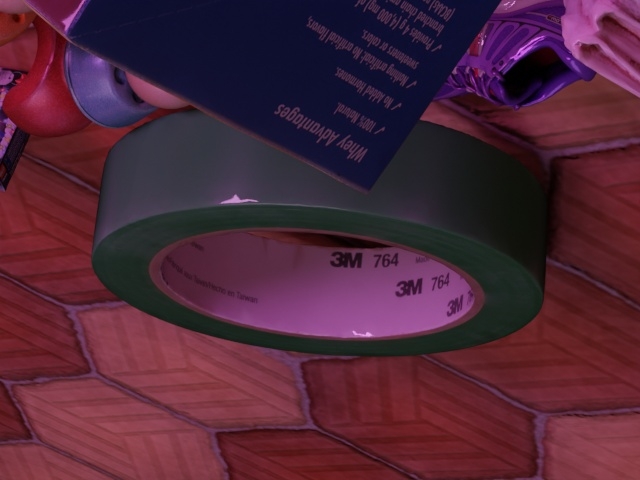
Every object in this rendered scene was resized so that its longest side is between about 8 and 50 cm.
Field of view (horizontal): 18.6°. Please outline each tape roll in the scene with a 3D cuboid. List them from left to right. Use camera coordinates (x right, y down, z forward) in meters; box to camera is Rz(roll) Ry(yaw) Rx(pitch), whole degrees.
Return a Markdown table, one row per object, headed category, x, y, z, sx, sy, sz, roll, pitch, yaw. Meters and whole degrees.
| category | x | y | z | sx | sy | sz | roll | pitch | yaw |
| --- | --- | --- | --- | --- | --- | --- | --- | --- | --- |
| tape roll | 0.000 | 0.000 | 1.391 | 0.321 | 0.077 | 0.321 | 6 | 160 | 2 |

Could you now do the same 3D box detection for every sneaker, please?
| category | x | y | z | sx | sy | sz | roll | pitch | yaw |
| --- | --- | --- | --- | --- | --- | --- | --- | --- | --- |
| sneaker | 0.105 | -0.113 | 1.221 | 0.170 | 0.071 | 0.068 | -12 | 138 | 44 |

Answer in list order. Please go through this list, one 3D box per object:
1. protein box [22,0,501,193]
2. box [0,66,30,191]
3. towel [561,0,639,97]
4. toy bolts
| category | x | y | z | sx | sy | sz | roll | pitch | yaw |
| --- | --- | --- | --- | --- | --- | --- | --- | --- | --- |
| protein box | -0.018 | -0.160 | 0.810 | 0.200 | 0.201 | 0.136 | 24 | -167 | -49 |
| box | -0.284 | -0.092 | 1.465 | 0.137 | 0.094 | 0.027 | 10 | 150 | 16 |
| towel | 0.251 | -0.105 | 0.913 | 0.317 | 0.332 | 0.053 | 29 | 122 | -14 |
| toy bolts | -0.182 | -0.102 | 1.243 | 0.158 | 0.218 | 0.228 | 4 | 177 | 43 |
